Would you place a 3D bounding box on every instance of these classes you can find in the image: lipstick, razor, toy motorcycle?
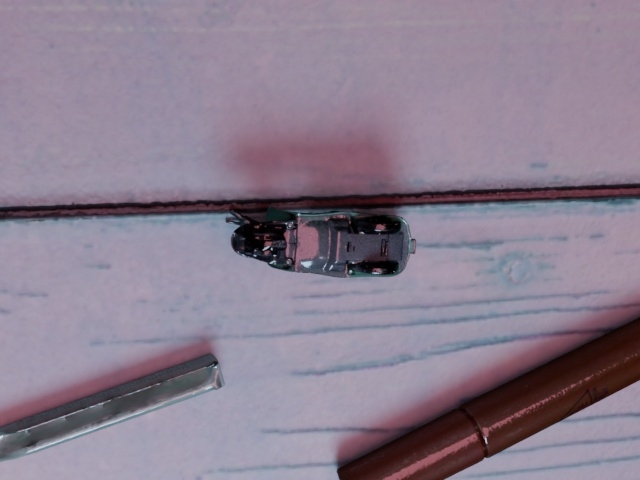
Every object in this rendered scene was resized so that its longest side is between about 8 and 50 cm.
[{"bbox_3d":[0.184,0.158,1.573,0.357,0.057,0.057,-24,104,-12],"label":"lipstick"},{"bbox_3d":[-0.215,0.159,1.463,0.278,0.056,0.111,-20,105,-20],"label":"razor"},{"bbox_3d":[0.000,0.000,1.475,0.173,0.100,0.058,1,97,-19],"label":"toy motorcycle"}]
